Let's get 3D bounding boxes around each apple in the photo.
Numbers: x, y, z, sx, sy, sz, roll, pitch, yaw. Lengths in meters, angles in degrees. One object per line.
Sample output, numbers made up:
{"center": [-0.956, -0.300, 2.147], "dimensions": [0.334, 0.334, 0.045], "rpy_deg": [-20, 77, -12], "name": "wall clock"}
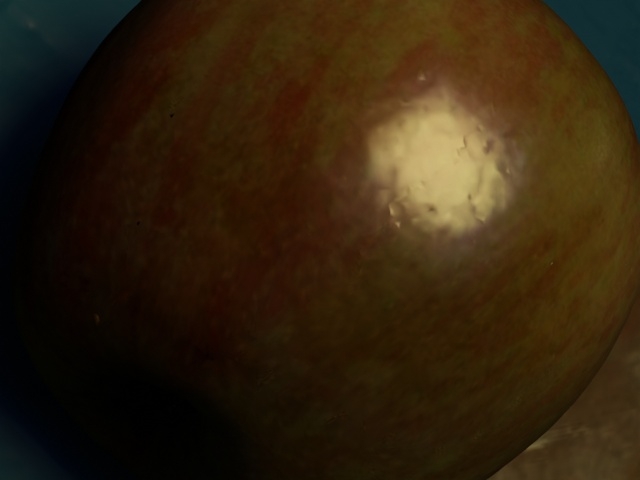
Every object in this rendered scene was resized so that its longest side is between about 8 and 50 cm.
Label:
{"center": [0.000, 0.000, 0.818], "dimensions": [0.257, 0.257, 0.234], "rpy_deg": [51, 56, -14], "name": "apple"}

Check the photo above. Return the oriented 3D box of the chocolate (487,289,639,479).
{"center": [0.109, 0.079, 0.942], "dimensions": [0.080, 0.157, 0.254], "rpy_deg": [68, 17, -45], "name": "chocolate"}
